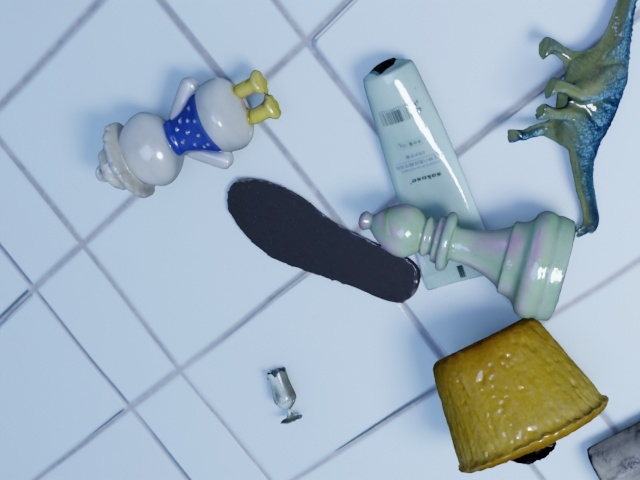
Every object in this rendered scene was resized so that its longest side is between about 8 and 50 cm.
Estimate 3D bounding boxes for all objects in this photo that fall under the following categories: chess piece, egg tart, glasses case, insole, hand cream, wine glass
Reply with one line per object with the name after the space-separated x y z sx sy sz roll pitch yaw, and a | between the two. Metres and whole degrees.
0.180 0.004 1.160 0.271 0.139 0.139 16 110 14 | chess piece
0.252 0.202 1.172 0.215 0.215 0.171 -30 79 24 | egg tart
0.502 0.250 1.165 0.299 0.060 0.114 -35 94 24 | glasses case
0.000 0.000 1.296 0.309 0.012 0.110 24 111 11 | insole
0.139 -0.087 1.203 0.109 0.067 0.321 -16 104 21 | hand cream
-0.055 0.234 1.370 0.039 0.042 0.083 -18 92 37 | wine glass

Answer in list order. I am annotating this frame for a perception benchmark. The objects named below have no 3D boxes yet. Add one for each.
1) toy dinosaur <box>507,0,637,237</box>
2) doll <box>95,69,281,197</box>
0.322 -0.178 1.097 0.147 0.076 0.363 7 108 -18 | toy dinosaur
-0.196 -0.147 1.273 0.293 0.119 0.138 -24 102 18 | doll
